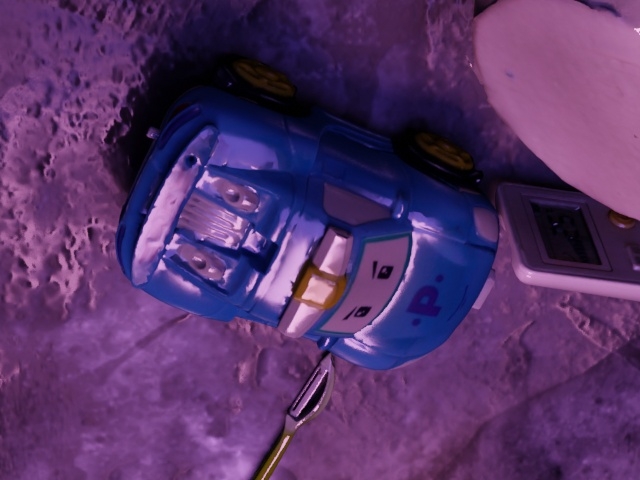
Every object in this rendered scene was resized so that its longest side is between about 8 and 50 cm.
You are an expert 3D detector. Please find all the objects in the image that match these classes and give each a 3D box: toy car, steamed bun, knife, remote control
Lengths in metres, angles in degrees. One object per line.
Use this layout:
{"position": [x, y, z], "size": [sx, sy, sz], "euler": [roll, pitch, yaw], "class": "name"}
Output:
{"position": [0.000, 0.000, 1.160], "size": [0.314, 0.166, 0.198], "euler": [22, 113, -18], "class": "toy car"}
{"position": [0.277, -0.180, 1.063], "size": [0.309, 0.309, 0.309], "euler": [-3, 115, -7], "class": "steamed bun"}
{"position": [-0.029, 0.174, 1.309], "size": [0.026, 0.022, 0.184], "euler": [33, 107, 7], "class": "knife"}
{"position": [0.292, 0.022, 1.235], "size": [0.313, 0.109, 0.055], "euler": [8, 131, -15], "class": "remote control"}
